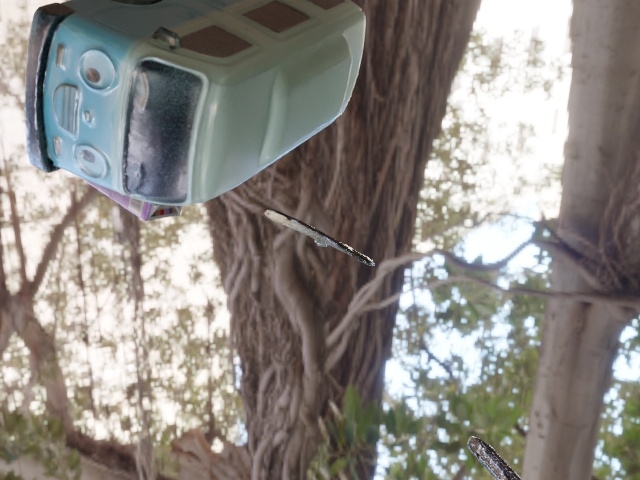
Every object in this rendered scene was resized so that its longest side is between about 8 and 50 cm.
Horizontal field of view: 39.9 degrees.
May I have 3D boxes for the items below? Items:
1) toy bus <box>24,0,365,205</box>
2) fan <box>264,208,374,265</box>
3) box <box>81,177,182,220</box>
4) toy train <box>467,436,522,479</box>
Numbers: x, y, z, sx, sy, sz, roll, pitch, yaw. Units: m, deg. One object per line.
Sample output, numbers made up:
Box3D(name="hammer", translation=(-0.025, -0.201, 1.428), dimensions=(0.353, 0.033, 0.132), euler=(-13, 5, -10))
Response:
Box3D(name="toy bus", translation=(-0.081, -0.129, 0.687), dimensions=(0.164, 0.133, 0.271), euler=(25, -146, 17))
Box3D(name="fan", translation=(0.000, 0.000, 0.412), dimensions=(0.056, 0.004, 0.083), euler=(27, 178, 4))
Box3D(name="box", translation=(-0.182, -0.060, 0.828), dimensions=(0.117, 0.036, 0.050), euler=(31, -157, 28))
Box3D(name="toy train", translation=(0.183, 0.232, 0.907), dimensions=(0.017, 0.017, 0.083), euler=(3, -149, -38))
